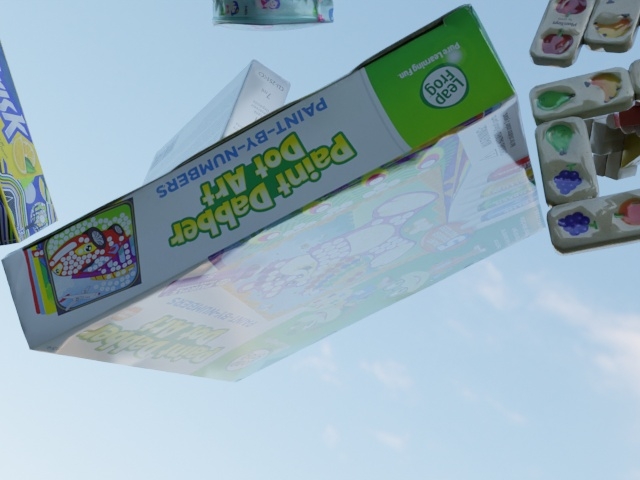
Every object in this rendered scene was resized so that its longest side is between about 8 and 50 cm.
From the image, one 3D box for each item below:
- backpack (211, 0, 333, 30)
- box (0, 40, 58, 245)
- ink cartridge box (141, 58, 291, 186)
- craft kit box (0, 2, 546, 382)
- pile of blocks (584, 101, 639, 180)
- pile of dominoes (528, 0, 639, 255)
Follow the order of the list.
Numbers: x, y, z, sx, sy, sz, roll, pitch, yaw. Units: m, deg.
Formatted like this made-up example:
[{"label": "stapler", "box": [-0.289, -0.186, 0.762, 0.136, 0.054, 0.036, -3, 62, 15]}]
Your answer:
[{"label": "backpack", "box": [-0.099, -0.431, 1.384, 0.225, 0.253, 0.191, 17, -74, 49]}, {"label": "box", "box": [-0.258, -0.081, 0.652, 0.054, 0.059, 0.169, -9, -74, 19]}, {"label": "ink cartridge box", "box": [-0.173, -0.060, 1.114, 0.066, 0.261, 0.296, 32, -34, -21]}, {"label": "craft kit box", "box": [0.000, 0.000, 0.493, 0.247, 0.061, 0.250, -25, -18, 11]}, {"label": "pile of blocks", "box": [0.418, -0.161, 0.977, 0.149, 0.113, 0.362, 62, -34, 21]}, {"label": "pile of dominoes", "box": [0.236, -0.105, 0.468, 0.251, 0.196, 0.040, -12, -34, 16]}]
